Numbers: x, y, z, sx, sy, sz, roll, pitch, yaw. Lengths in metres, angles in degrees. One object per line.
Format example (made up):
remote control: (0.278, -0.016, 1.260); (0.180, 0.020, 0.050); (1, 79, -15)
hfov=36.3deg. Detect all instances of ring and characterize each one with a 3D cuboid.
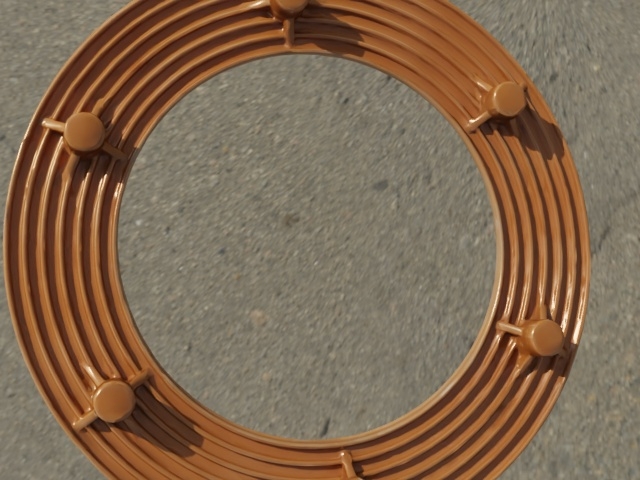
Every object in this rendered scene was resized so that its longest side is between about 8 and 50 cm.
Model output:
ring: (0.000, 0.000, 0.536); (0.337, 0.032, 0.336); (2, 84, -14)
